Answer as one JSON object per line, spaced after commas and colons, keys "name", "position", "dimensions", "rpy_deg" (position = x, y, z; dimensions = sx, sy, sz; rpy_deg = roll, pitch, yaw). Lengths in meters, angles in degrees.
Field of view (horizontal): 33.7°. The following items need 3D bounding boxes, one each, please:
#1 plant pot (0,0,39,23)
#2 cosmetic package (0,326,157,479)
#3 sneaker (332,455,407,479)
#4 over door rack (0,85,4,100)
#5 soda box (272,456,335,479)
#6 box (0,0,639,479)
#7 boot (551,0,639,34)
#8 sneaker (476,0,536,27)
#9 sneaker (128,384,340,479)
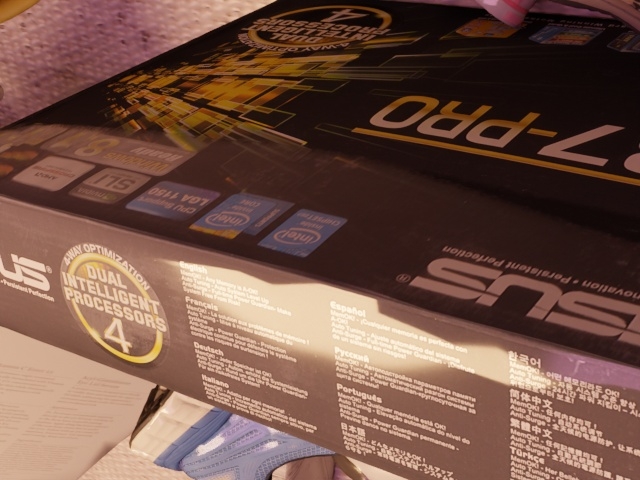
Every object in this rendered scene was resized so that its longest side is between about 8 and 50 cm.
{"name": "plant pot", "position": [-0.304, -0.285, 0.707], "dimensions": [0.239, 0.254, 0.254], "rpy_deg": [29, 136, 42]}
{"name": "cosmetic package", "position": [-0.290, 0.086, 0.813], "dimensions": [0.284, 0.377, 0.097], "rpy_deg": [-39, 54, 28]}
{"name": "sneaker", "position": [0.131, 0.133, 0.749], "dimensions": [0.270, 0.090, 0.145], "rpy_deg": [16, 127, 26]}
{"name": "over door rack", "position": [-0.279, -0.032, 0.967], "dimensions": [0.239, 0.108, 0.324], "rpy_deg": [34, 149, 17]}
{"name": "soda box", "position": [-0.051, 0.225, 0.958], "dimensions": [0.098, 0.091, 0.286], "rpy_deg": [26, 133, 22]}
{"name": "box", "position": [0.055, -0.027, 0.528], "dimensions": [0.395, 0.318, 0.097], "rpy_deg": [14, 126, 33]}
{"name": "boot", "position": [0.179, -0.143, 0.406], "dimensions": [0.236, 0.085, 0.178], "rpy_deg": [10, 165, -17]}
{"name": "sneaker", "position": [0.083, -0.187, 0.591], "dimensions": [0.134, 0.051, 0.070], "rpy_deg": [47, 117, 20]}
{"name": "sneaker", "position": [0.006, 0.064, 0.754], "dimensions": [0.147, 0.130, 0.330], "rpy_deg": [34, 117, -12]}
